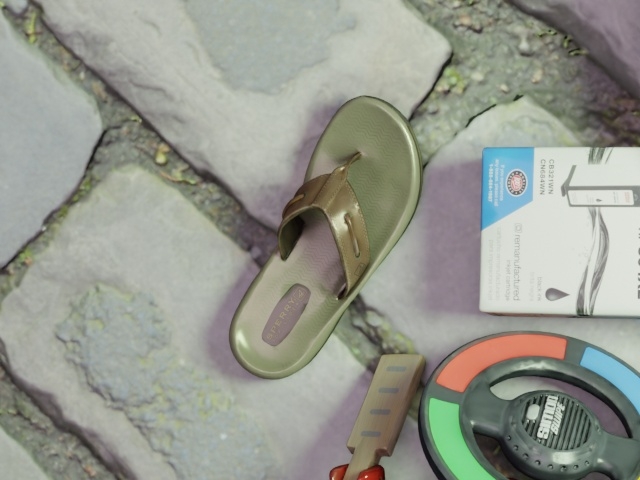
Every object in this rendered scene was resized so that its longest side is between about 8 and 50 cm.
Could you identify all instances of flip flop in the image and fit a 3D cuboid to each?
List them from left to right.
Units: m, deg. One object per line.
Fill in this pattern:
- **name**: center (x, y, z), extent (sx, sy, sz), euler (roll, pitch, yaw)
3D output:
- **flip flop**: center (0.000, 0.000, 1.672), extent (0.112, 0.080, 0.277), euler (32, 94, 14)

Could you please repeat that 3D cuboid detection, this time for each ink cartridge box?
- **ink cartridge box**: center (0.245, -0.006, 1.608), extent (0.203, 0.086, 0.148), euler (0, 85, 15)

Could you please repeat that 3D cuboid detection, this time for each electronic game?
- **electronic game**: center (0.195, 0.164, 1.562), extent (0.229, 0.229, 0.048), euler (26, 136, 15)

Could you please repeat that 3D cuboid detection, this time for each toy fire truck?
- **toy fire truck**: center (0.102, 0.230, 1.609), extent (0.217, 0.158, 0.246), euler (-3, 95, 14)
